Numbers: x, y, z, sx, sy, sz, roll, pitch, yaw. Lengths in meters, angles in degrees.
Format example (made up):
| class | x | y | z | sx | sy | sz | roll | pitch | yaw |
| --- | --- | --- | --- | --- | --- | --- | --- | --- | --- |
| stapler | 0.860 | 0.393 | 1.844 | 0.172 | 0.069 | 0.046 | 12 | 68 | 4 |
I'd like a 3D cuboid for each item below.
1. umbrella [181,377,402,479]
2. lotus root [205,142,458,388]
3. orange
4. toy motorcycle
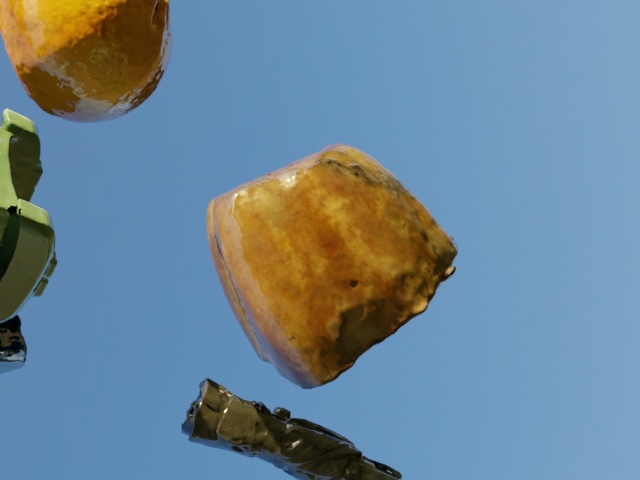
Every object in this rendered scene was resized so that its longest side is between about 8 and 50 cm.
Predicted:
| class | x | y | z | sx | sy | sz | roll | pitch | yaw |
| --- | --- | --- | --- | --- | --- | --- | --- | --- | --- |
| umbrella | -0.026 | 0.215 | 1.389 | 0.236 | 0.059 | 0.066 | 24 | -86 | -1 |
| lotus root | 0.000 | 0.000 | 1.735 | 0.316 | 0.316 | 0.250 | -41 | -75 | -40 |
| orange | -0.214 | -0.197 | 1.242 | 0.155 | 0.177 | 0.177 | -5 | -88 | -5 |
| toy motorcycle | -0.360 | 0.041 | 1.311 | 0.200 | 0.326 | 0.191 | 12 | -144 | -27 |
